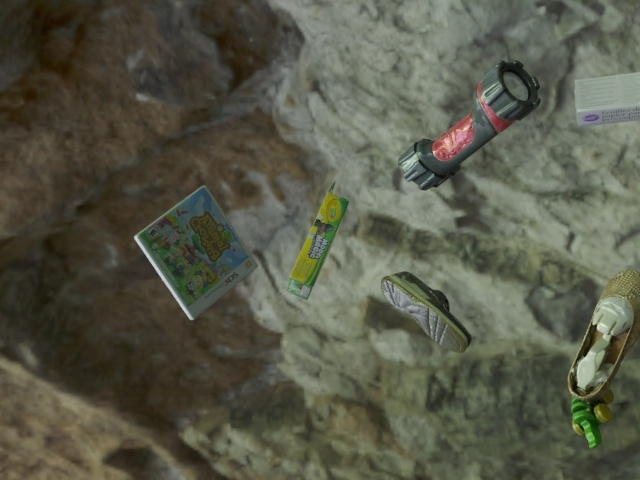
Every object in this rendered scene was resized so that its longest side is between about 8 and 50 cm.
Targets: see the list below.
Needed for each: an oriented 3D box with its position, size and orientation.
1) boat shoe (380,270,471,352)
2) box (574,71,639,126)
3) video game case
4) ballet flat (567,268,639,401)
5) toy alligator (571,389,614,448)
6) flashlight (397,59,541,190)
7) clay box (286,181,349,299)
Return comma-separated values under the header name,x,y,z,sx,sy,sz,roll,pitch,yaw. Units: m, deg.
name,x,y,z,sx,sy,sz,roll,pitch,yaw
boat shoe,0.215,0.128,1.787,0.073,0.223,0.080,-31,-38,-29
box,0.591,-0.247,1.534,0.324,0.067,0.063,-5,-19,18
video game case,-0.254,0.024,1.917,0.193,0.212,0.023,-41,17,-30
ballet flat,0.404,0.140,1.301,0.073,0.206,0.067,23,18,32
toy alligator,0.407,0.231,1.398,0.051,0.189,0.056,37,-49,-10
flashlight,0.250,-0.196,1.626,0.103,0.103,0.304,-15,-15,-40
clay box,0.000,0.000,1.855,0.053,0.222,0.127,24,-16,2
